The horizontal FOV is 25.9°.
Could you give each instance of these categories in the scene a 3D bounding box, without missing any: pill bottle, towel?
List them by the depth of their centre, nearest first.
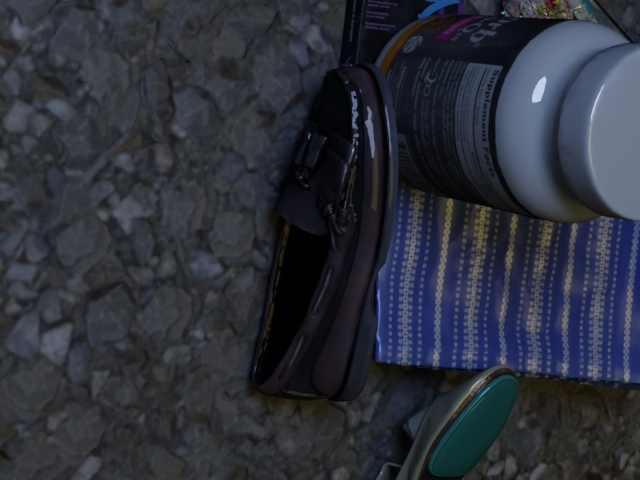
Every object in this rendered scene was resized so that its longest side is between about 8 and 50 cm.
[{"bbox_3d":[0.172,-0.101,1.134,0.162,0.278,0.162,-7,103,-31],"label":"pill bottle"},{"bbox_3d":[0.204,0.013,1.326,0.336,0.040,0.243,7,88,-26],"label":"towel"}]

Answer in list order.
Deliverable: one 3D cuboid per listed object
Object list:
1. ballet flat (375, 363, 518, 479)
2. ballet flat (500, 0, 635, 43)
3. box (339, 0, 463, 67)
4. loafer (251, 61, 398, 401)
[{"bbox_3d":[0.097,0.212,1.307,0.086,0.086,0.248,21,99,-37],"label":"ballet flat"},{"bbox_3d":[0.259,-0.191,1.352,0.241,0.091,0.077,36,110,-32],"label":"ballet flat"},{"bbox_3d":[0.076,-0.207,1.237,0.116,0.029,0.162,-1,101,-35],"label":"box"},{"bbox_3d":[0.000,0.000,1.185,0.095,0.109,0.302,-3,109,-24],"label":"loafer"}]
